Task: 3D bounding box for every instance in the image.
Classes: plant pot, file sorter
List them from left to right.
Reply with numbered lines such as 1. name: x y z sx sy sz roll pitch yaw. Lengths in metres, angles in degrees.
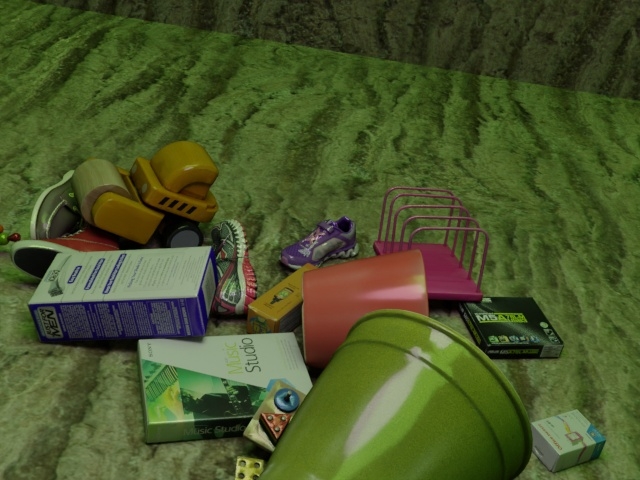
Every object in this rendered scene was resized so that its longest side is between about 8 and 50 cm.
1. plant pot: 0.087 0.156 1.652 0.243 0.274 0.275 -3 32 1
2. plant pot: 0.081 0.357 1.268 0.366 0.366 0.353 28 48 27
3. file sorter: 0.266 -0.002 1.963 0.202 0.182 0.290 3 23 -10

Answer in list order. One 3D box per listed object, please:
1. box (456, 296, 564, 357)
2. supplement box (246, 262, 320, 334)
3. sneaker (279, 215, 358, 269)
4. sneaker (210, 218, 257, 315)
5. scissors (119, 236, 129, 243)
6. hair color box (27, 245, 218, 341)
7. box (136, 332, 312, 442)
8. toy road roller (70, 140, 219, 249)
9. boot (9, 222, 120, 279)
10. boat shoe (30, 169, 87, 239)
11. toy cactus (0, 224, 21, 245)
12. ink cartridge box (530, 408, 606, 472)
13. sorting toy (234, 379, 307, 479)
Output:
1. box: 0.433 0.196 1.863 0.191 0.045 0.184 2 34 -13
2. supplement box: -0.065 0.137 1.790 0.078 0.080 0.233 25 33 25
3. sneaker: 0.000 0.000 2.002 0.236 0.104 0.095 -18 43 -36
4. sneaker: -0.217 0.052 1.843 0.112 0.120 0.299 -3 35 -14
5. scissors: -0.549 0.013 1.906 0.109 0.021 0.297 26 36 24
6. hair color box: -0.392 0.108 1.653 0.339 0.110 0.185 -1 32 4
7. box: -0.181 0.274 1.555 0.322 0.058 0.232 -2 34 -17
8. toy road roller: -0.389 -0.130 1.907 0.330 0.240 0.202 20 20 -38
9. boot: -0.566 0.009 1.813 0.244 0.088 0.176 9 33 -27
10. boat shoe: -0.600 -0.079 1.955 0.097 0.116 0.324 7 26 2
11. toy cactus: -0.783 0.028 1.768 0.181 0.112 0.219 4 29 28
12. ink cartridge box: 0.471 0.385 1.564 0.122 0.052 0.088 -9 37 -26
13. sorting toy: -0.052 0.327 1.441 0.132 0.046 0.274 28 49 7
